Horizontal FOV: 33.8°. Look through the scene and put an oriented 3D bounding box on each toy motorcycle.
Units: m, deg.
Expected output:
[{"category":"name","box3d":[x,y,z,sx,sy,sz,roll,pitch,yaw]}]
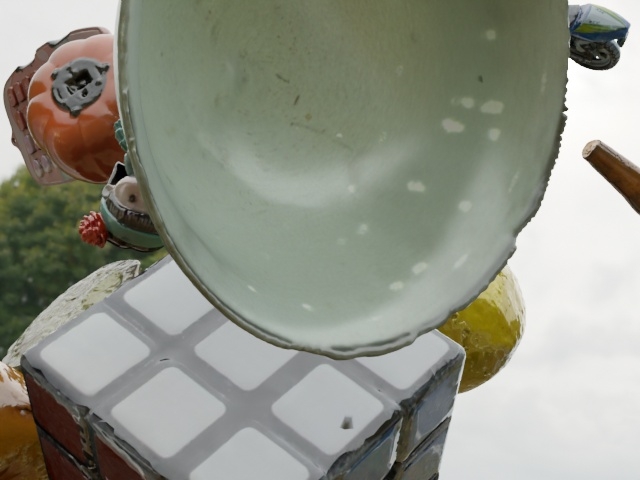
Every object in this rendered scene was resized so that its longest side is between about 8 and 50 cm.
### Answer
[{"category":"toy motorcycle","box3d":[0.268,-0.284,1.344,0.254,0.092,0.135,22,-16,22]}]

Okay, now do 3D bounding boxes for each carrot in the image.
[{"category":"carrot","box3d":[0.445,-0.090,1.532,0.161,0.055,0.055,38,-30,-18]}]

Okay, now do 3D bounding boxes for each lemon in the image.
[{"category":"lemon","box3d":[0.169,0.103,1.412,0.204,0.260,0.204,17,-59,31]}]

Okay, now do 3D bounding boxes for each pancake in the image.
[{"category":"pancake","box3d":[-0.342,0.102,1.444,0.029,0.235,0.212,55,-8,-20]}]

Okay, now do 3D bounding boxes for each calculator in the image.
[{"category":"calculator","box3d":[-0.404,-0.209,1.690,0.330,0.220,0.048,-17,4,41]}]

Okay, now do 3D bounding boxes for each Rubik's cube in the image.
[{"category":"Rubik's cube","box3d":[-0.073,0.203,1.054,0.304,0.301,0.305,34,-39,26]}]

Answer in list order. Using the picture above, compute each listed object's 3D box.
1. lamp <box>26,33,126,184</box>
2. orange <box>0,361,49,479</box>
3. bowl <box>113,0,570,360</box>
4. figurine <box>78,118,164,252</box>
[{"category":"lamp","box3d":[-0.272,-0.162,1.342,0.188,0.187,0.164,6,-17,16]},{"category":"orange","box3d":[-0.403,0.235,1.142,0.183,0.249,0.249,27,-9,39]},{"category":"bowl","box3d":[-0.010,-0.100,0.592,0.146,0.313,0.313,13,-15,47]},{"category":"figurine","box3d":[-0.115,-0.044,0.666,0.060,0.105,0.047,14,-12,-26]}]
